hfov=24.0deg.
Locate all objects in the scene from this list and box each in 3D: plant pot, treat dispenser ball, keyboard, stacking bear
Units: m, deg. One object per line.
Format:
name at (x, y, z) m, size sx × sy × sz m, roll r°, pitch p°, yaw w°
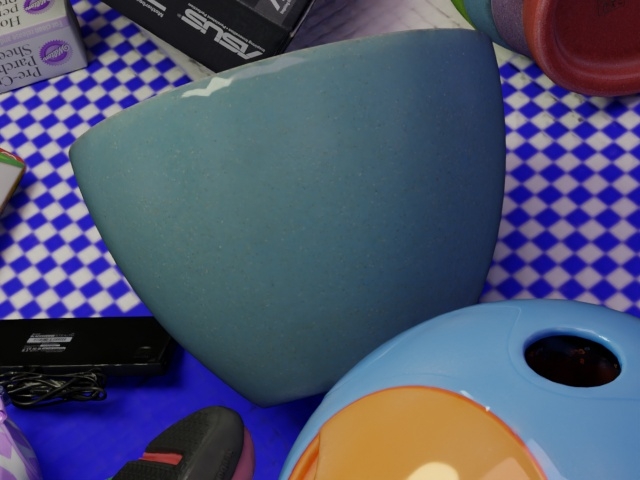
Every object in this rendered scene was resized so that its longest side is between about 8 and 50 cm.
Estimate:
plant pot at (0.000, 0.000, 0.997) m, size 0.290 × 0.290 × 0.195 m, roll -16°, pitch 85°, yaw 0°
treat dispenser ball at (0.112, 0.174, 0.783) m, size 0.288 × 0.288 × 0.288 m, roll -7°, pitch 50°, yaw 8°
keyboard at (-0.199, 0.094, 1.103) m, size 0.192 × 0.038 × 0.100 m, roll -2°, pitch 27°, yaw 13°
stacking bear at (0.160, -0.246, 1.218) m, size 0.164 × 0.175 × 0.289 m, roll -24°, pitch 40°, yaw -16°

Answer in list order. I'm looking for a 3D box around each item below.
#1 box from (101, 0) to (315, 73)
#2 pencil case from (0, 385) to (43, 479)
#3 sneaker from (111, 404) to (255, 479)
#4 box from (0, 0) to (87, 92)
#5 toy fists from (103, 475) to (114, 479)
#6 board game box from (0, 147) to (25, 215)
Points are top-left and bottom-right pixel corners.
box at (-0.100, -0.347, 1.268) m, size 0.318 × 0.097 × 0.395 m, roll 32°, pitch 50°, yaw -7°
pencil case at (-0.282, 0.182, 1.004) m, size 0.206 × 0.088 × 0.086 m, roll -34°, pitch 56°, yaw -13°
sneaker at (-0.077, 0.249, 0.832) m, size 0.116 × 0.136 × 0.314 m, roll 3°, pitch 75°, yaw 66°
box at (-0.369, -0.146, 1.313) m, size 0.324 × 0.067 × 0.063 m, roll -17°, pitch 50°, yaw -2°
toy fists at (-0.188, 0.247, 0.923) m, size 0.279 × 0.096 × 0.142 m, roll -21°, pitch 51°, yaw -5°
board game box at (-0.325, -0.006, 1.157) m, size 0.124 × 0.039 × 0.259 m, roll 26°, pitch 46°, yaw -7°
